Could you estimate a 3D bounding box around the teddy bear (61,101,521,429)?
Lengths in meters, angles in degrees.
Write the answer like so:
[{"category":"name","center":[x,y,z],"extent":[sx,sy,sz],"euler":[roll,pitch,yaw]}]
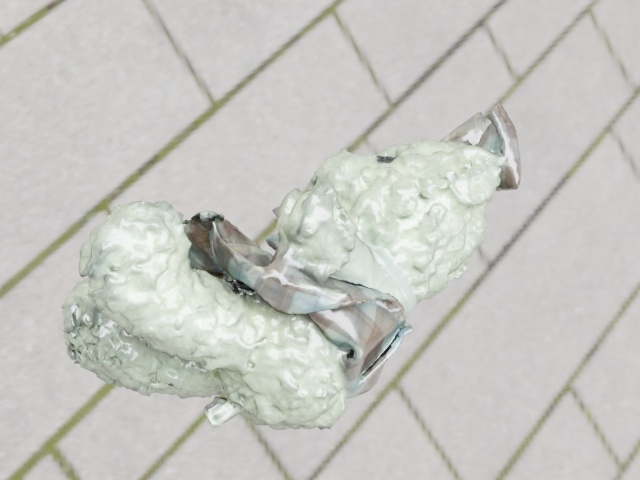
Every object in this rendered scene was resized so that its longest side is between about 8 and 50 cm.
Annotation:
[{"category":"teddy bear","center":[0.002,0.020,0.681],"extent":[0.213,0.133,0.111],"euler":[-20,77,-16]}]
